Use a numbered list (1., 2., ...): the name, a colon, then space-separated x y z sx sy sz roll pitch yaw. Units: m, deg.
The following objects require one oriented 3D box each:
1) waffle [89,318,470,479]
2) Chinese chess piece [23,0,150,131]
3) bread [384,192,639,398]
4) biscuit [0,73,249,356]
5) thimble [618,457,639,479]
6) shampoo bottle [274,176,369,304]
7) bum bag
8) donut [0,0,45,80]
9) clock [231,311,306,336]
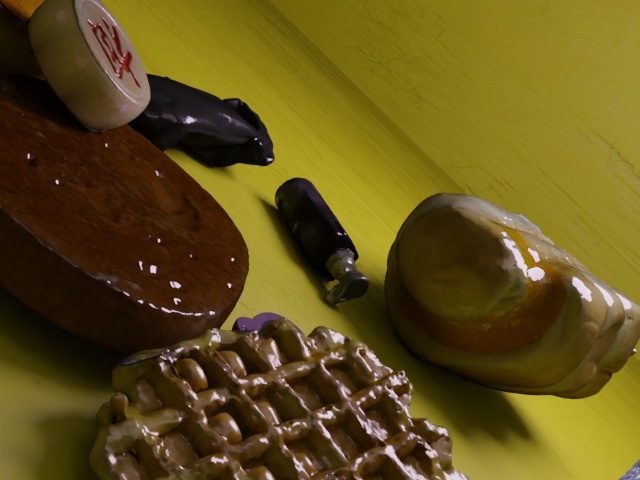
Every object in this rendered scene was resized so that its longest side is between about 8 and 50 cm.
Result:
1. waffle: -0.015 0.147 0.672 0.280 0.060 0.262 27 32 -18
2. Chinese chess piece: -0.195 -0.154 0.876 0.122 0.051 0.122 56 14 -22
3. bread: 0.222 0.084 1.282 0.300 0.210 0.341 37 11 25
4. biscuit: -0.196 -0.036 0.810 0.314 0.063 0.367 38 14 -4
5. thimble: 0.470 0.334 1.375 0.118 0.127 0.151 45 12 15
6. shampoo bottle: 0.001 0.000 1.233 0.057 0.063 0.207 44 9 -40
7. bum bag: -0.153 -0.137 1.191 0.142 0.079 0.326 42 16 26
8. donut: -0.282 -0.201 0.950 0.152 0.101 0.259 53 9 -4
9. clock: -0.023 0.127 0.818 0.152 0.050 0.110 49 16 25
